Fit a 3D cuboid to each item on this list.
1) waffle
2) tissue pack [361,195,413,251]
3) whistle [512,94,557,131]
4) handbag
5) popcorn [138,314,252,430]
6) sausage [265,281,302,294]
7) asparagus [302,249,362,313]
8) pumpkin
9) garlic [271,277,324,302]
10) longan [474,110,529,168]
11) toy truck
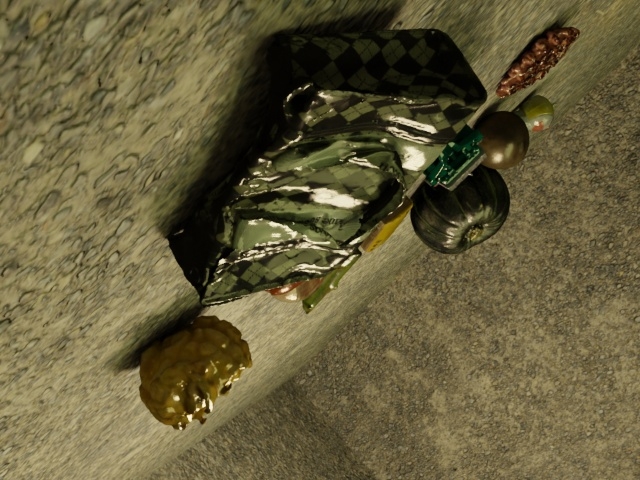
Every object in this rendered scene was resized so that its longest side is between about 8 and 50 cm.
[{"bbox_3d":[0.548,-0.453,1.668,0.234,0.055,0.221,-28,165,-31],"label":"waffle"},{"bbox_3d":[0.168,-0.055,1.811,0.120,0.082,0.169,-36,167,-31],"label":"tissue pack"},{"bbox_3d":[0.665,-0.387,2.148,0.223,0.122,0.123,-27,168,2],"label":"whistle"},{"bbox_3d":[-0.013,-0.098,0.909,0.317,0.180,0.416,-12,152,-43],"label":"handbag"},{"bbox_3d":[-0.259,0.267,1.366,0.250,0.190,0.250,-43,163,-16],"label":"popcorn"},{"bbox_3d":[0.000,0.000,1.449,0.348,0.094,0.097,-38,172,-19],"label":"sausage"},{"bbox_3d":[0.018,0.107,1.923,0.082,0.085,0.343,-27,163,-39],"label":"asparagus"},{"bbox_3d":[0.438,-0.105,2.100,0.323,0.241,0.323,-25,157,-11],"label":"pumpkin"},{"bbox_3d":[-0.066,0.092,1.641,0.198,0.090,0.128,-25,145,-37],"label":"garlic"},{"bbox_3d":[0.511,-0.286,1.889,0.167,0.167,0.187,-43,167,6],"label":"longan"},{"bbox_3d":[0.221,-0.191,1.279,0.176,0.178,0.363,-45,171,12],"label":"toy truck"}]
